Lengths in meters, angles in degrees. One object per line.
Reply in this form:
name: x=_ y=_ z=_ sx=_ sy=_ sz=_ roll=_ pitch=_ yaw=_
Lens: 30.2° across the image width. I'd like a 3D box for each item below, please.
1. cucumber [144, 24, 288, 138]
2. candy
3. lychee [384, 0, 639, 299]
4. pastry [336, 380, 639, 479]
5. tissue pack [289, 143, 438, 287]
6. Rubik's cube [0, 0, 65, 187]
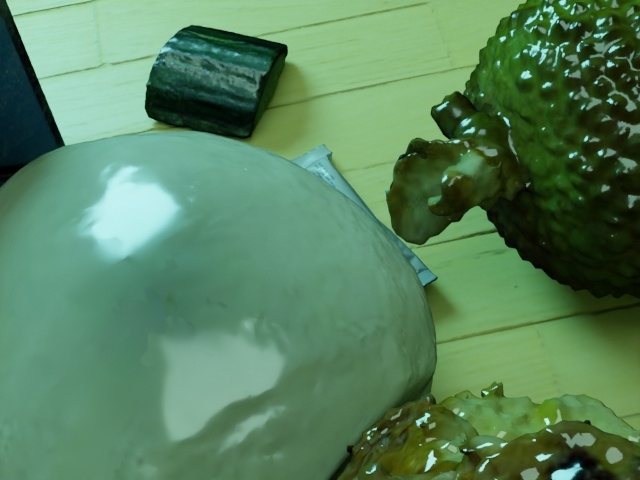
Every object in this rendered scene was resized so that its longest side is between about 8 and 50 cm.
cucumber: x=-0.099 y=-0.165 z=1.155 sx=0.115 sy=0.062 sz=0.116 roll=15 pitch=59 yaw=12
candy: x=-0.129 y=0.076 z=0.907 sx=0.386 sy=0.186 sz=0.427 roll=-36 pitch=55 yaw=-10
lychee: x=0.232 y=-0.084 z=0.947 sx=0.320 sy=0.270 sz=0.270 roll=17 pitch=51 yaw=-21
pastry: x=0.111 y=0.252 z=0.659 sx=0.292 sy=0.405 sz=0.337 roll=12 pitch=86 yaw=-9
tissue pack: x=0.000 y=0.000 z=1.046 sx=0.123 sy=0.026 sz=0.193 roll=-28 pitch=56 yaw=-14
Rubik's cube: x=-0.408 y=-0.099 z=1.018 sx=0.255 sy=0.260 sz=0.259 roll=22 pitch=57 yaw=19
